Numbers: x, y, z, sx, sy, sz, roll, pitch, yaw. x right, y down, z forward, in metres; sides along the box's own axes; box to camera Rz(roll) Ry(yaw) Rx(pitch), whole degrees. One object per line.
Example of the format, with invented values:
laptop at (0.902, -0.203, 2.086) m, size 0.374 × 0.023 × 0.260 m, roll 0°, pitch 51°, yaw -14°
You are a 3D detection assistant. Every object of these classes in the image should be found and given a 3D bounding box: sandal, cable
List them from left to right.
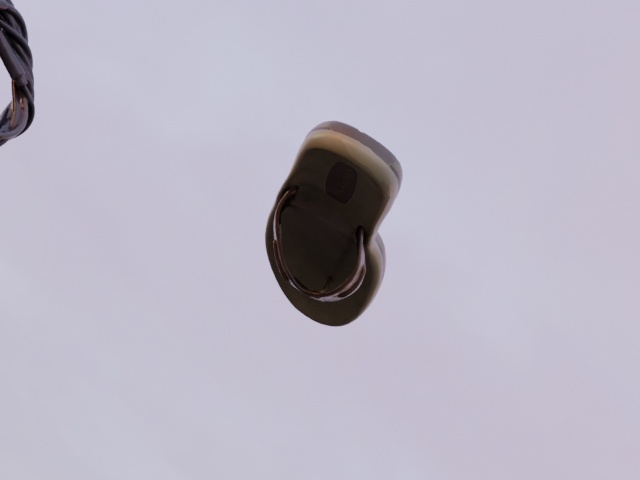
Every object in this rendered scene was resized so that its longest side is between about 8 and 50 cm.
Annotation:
cable at (-0.318, -0.174, 1.742) m, size 0.047 × 0.151 × 0.184 m, roll -5°, pitch -45°, yaw 17°
sandal at (-0.001, -0.001, 1.673) m, size 0.120 × 0.086 × 0.303 m, roll 22°, pitch -28°, yaw 8°
